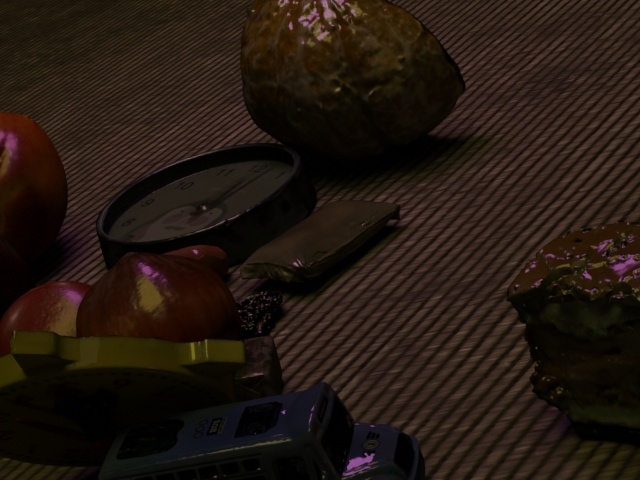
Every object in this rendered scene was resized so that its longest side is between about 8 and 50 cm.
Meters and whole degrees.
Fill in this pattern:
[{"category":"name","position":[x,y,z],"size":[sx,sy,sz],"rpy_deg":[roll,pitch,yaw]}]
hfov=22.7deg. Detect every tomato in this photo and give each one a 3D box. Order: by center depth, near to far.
[{"category":"tomato","position":[-0.286,0.128,1.840],"size":[0.167,0.167,0.167],"rpy_deg":[-15,24,7]}]

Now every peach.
[{"category":"peach","position":[-0.490,-0.070,2.335],"size":[0.281,0.238,0.281],"rpy_deg":[-56,14,22]}]

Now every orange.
[{"category":"orange","position":[0.007,-0.237,2.303],"size":[0.210,0.271,0.368],"rpy_deg":[-37,32,-29]}]

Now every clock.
[{"category":"clock","position":[-0.222,0.176,1.611],"size":[0.277,0.293,0.071],"rpy_deg":[1,64,-14]},{"category":"clock","position":[-0.165,-0.045,2.262],"size":[0.319,0.066,0.319],"rpy_deg":[-15,23,7]}]

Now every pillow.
[{"category":"pillow","position":[0.000,0.000,2.055],"size":[0.119,0.053,0.208],"rpy_deg":[10,33,44]}]

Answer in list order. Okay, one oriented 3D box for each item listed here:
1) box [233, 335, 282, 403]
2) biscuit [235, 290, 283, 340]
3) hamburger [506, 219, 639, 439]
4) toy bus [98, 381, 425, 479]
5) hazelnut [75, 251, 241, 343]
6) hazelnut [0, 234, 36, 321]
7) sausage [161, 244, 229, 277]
[{"category":"box","position":[-0.069,0.153,1.759],"size":[0.045,0.062,0.098],"rpy_deg":[-10,22,8]},{"category":"biscuit","position":[-0.079,0.092,1.943],"size":[0.087,0.027,0.089],"rpy_deg":[-26,24,-14]},{"category":"hamburger","position":[0.323,0.077,1.504],"size":[0.288,0.168,0.192],"rpy_deg":[1,32,37]},{"category":"toy bus","position":[-0.054,0.219,1.510],"size":[0.292,0.133,0.125],"rpy_deg":[-12,24,15]},{"category":"hazelnut","position":[-0.171,0.097,1.728],"size":[0.182,0.182,0.182],"rpy_deg":[-15,24,7]},{"category":"hazelnut","position":[-0.549,0.067,1.962],"size":[0.359,0.359,0.409],"rpy_deg":[-27,14,-20]},{"category":"sausage","position":[-0.244,0.081,2.034],"size":[0.304,0.078,0.078],"rpy_deg":[-33,27,-30]}]
